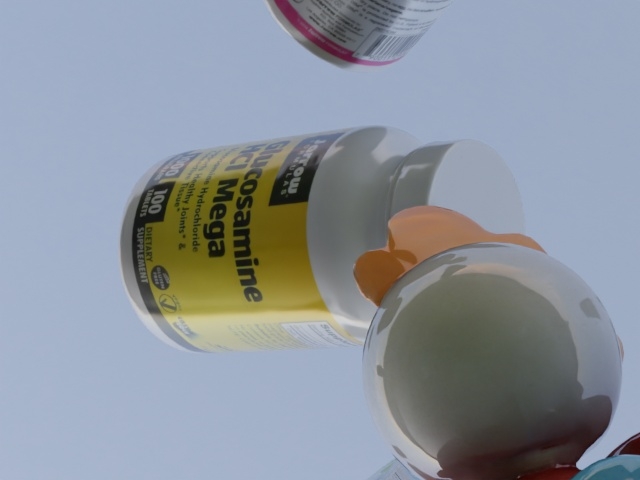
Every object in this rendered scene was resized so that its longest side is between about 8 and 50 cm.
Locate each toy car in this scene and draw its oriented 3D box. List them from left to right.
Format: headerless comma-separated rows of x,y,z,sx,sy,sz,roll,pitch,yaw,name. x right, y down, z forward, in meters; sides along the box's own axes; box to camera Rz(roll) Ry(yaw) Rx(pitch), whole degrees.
0.104,0.080,0.742,0.219,0.210,0.238,-55,-132,55,toy car

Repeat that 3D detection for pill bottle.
0.000,0.000,1.466,0.334,0.188,0.188,-6,-92,40,pill bottle
0.080,-0.284,1.425,0.160,0.160,0.283,56,-46,13,pill bottle

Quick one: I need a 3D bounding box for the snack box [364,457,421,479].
0.018,0.251,1.483,0.141,0.100,0.037,-41,-94,29,snack box
